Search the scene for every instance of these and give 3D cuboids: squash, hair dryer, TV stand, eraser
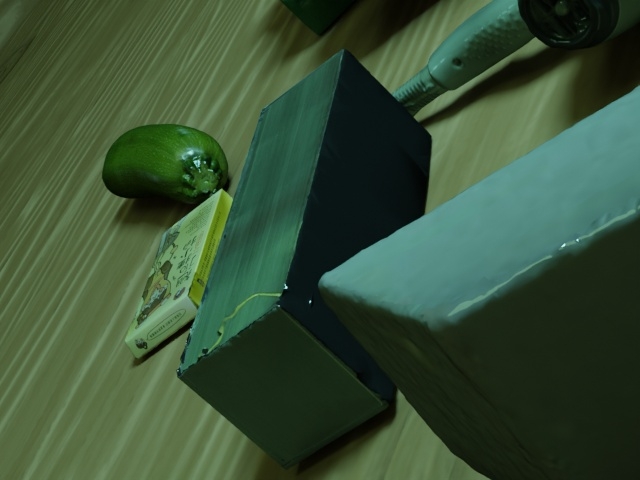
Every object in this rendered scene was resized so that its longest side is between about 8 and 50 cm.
[{"bbox_3d":[-0.137,-0.068,1.255,0.069,0.069,0.258,-53,22,-14],"label":"squash"},{"bbox_3d":[0.156,-0.180,0.896,0.229,0.092,0.267,-47,10,-20],"label":"hair dryer"},{"bbox_3d":[0.000,0.000,0.833,0.082,0.088,0.269,-34,25,29],"label":"TV stand"},{"bbox_3d":[0.167,-0.016,0.447,0.352,0.111,0.077,-31,25,20],"label":"eraser"}]

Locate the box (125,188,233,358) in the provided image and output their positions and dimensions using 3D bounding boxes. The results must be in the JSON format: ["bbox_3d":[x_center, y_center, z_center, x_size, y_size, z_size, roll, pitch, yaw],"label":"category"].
[{"bbox_3d":[-0.106,0.023,1.093,0.073,0.020,0.149,-36,24,27],"label":"box"}]

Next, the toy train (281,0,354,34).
[{"bbox_3d":[0.043,-0.335,1.314,0.301,0.120,0.202,-43,25,11],"label":"toy train"}]
